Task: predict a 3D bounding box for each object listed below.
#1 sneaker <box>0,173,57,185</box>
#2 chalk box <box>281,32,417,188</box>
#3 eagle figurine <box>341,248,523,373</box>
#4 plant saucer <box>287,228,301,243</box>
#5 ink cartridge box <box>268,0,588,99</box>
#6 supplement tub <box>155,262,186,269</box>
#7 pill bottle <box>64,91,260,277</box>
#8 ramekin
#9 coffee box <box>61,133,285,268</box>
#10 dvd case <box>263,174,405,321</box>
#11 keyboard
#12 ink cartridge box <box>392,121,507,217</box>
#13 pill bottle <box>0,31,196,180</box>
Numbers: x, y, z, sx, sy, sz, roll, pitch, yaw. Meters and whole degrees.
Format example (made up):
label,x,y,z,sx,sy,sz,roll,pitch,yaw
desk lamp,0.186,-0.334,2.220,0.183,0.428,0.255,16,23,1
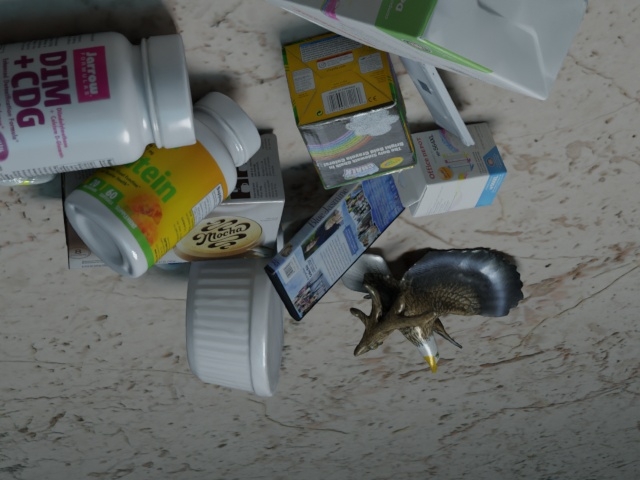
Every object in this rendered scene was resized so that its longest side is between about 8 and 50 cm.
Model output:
label,x,y,z,sx,sy,sz,roll,pitch,yaw
sneaker,-0.468,-0.114,1.709,0.240,0.091,0.126,12,164,-35
chalk box,0.044,-0.162,1.708,0.132,0.132,0.213,-14,153,6
eagle figurine,0.178,0.117,2.256,0.226,0.225,0.298,20,-154,33
plant saucer,0.000,0.000,2.103,0.119,0.021,0.119,-10,151,-6
ink cartridge box,0.084,-0.270,1.420,0.207,0.119,0.353,17,-174,-40
supplement tub,-0.222,-0.010,1.969,0.071,0.071,0.107,-2,150,-14
pill bottle,-0.195,-0.079,1.676,0.246,0.136,0.136,-44,162,-23
ramekin,-0.128,0.103,2.020,0.127,0.272,0.273,2,152,4
coffee box,-0.211,-0.055,1.835,0.297,0.118,0.168,-3,151,-12
dvd case,0.027,-0.006,1.948,0.253,0.022,0.180,-47,154,-12
keyboard,0.147,-0.201,1.739,0.014,0.072,0.256,-46,148,-4
ink cartridge box,0.178,-0.100,1.883,0.143,0.092,0.090,-10,153,-17
pill bottle,-0.297,-0.164,1.566,0.283,0.160,0.160,-8,152,-4
